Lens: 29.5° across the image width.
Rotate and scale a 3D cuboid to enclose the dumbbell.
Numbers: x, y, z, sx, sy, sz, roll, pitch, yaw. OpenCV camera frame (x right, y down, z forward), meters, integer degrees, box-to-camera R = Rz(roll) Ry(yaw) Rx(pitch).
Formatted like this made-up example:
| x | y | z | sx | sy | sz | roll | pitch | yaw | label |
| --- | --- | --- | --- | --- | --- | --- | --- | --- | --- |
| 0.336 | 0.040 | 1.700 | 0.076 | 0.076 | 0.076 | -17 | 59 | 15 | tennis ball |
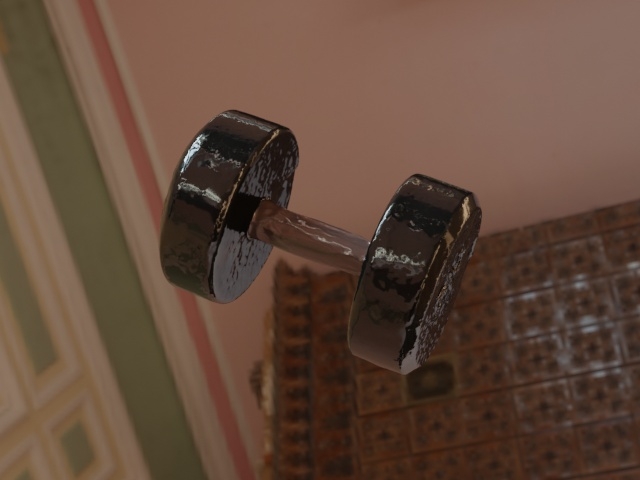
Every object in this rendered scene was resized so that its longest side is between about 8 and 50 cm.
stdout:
| x | y | z | sx | sy | sz | roll | pitch | yaw | label |
| --- | --- | --- | --- | --- | --- | --- | --- | --- | --- |
| 0.000 | 0.000 | 0.946 | 0.152 | 0.218 | 0.152 | 20 | -90 | -75 | dumbbell |
